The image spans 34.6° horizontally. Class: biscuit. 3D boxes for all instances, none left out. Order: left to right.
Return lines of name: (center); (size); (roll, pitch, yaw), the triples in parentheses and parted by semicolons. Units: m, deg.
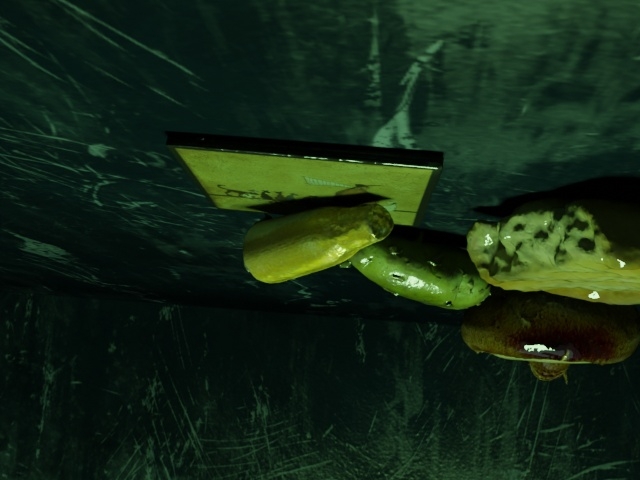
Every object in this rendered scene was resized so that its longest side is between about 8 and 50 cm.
biscuit: (0.296, 0.010, 1.101); (0.213, 0.091, 0.274); (12, 168, -27)

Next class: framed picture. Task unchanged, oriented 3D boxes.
framed picture: (-0.010, -0.056, 1.089); (0.255, 0.014, 0.338); (5, 172, 2)

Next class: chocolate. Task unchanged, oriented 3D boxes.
chocolate: (0.000, 0.000, 1.157); (0.086, 0.085, 0.219); (11, 166, -35)

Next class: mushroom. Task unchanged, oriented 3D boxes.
mushroom: (0.386, 0.142, 1.726); (0.297, 0.163, 0.278); (3, 163, 8)

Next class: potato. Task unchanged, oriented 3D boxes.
potato: (0.132, 0.036, 1.377); (0.226, 0.090, 0.117); (17, 173, -26)
